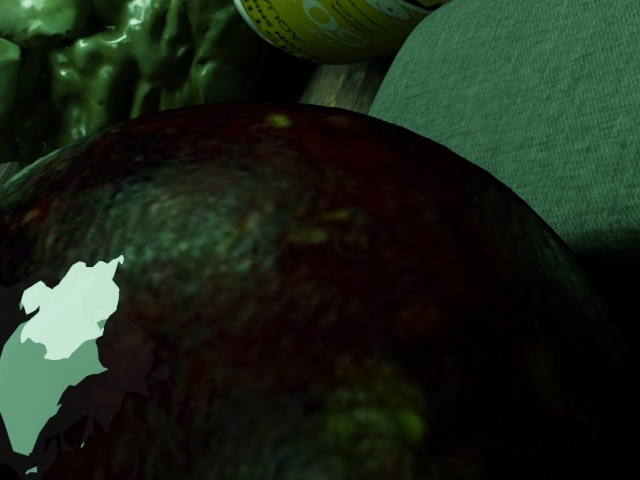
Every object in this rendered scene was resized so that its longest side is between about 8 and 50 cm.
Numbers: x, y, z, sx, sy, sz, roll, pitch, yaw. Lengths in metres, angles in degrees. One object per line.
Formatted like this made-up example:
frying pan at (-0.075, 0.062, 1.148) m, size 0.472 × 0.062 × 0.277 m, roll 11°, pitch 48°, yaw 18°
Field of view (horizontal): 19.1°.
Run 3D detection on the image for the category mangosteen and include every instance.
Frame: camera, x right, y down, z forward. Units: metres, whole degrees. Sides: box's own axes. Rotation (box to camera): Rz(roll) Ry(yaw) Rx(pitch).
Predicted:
mangosteen at (-0.013, 0.062, 0.553) m, size 0.231 × 0.231 × 0.289 m, roll -56°, pitch 6°, yaw 22°

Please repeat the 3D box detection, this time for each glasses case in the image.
glasses case at (0.095, -0.034, 0.600) m, size 0.131 × 0.074 × 0.323 m, roll -67°, pitch 18°, yaw -14°

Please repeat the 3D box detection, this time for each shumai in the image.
shumai at (-0.136, -0.121, 1.115) m, size 0.189 × 0.218 × 0.256 m, roll -119°, pitch 39°, yaw -60°

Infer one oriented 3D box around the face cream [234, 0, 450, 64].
face cream at (0.036, -0.138, 0.865) m, size 0.105 × 0.105 × 0.349 m, roll -66°, pitch 18°, yaw -7°
